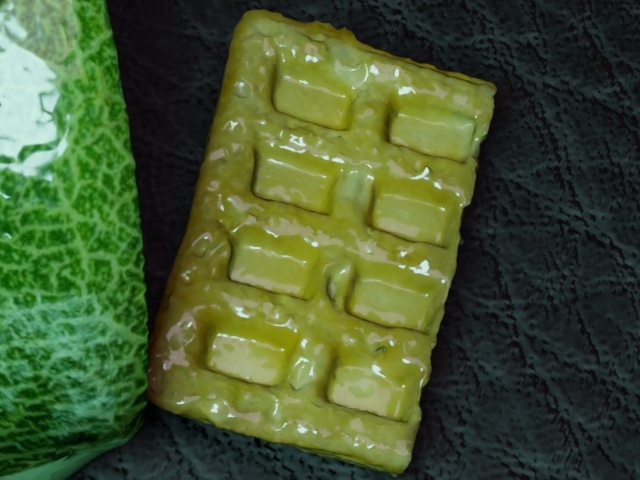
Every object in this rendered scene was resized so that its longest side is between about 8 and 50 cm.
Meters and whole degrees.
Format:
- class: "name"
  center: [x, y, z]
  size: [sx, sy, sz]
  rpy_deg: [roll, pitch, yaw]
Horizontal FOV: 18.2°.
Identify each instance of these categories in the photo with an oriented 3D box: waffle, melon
- class: "waffle"
  center: [0.000, 0.000, 1.199]
  size: [0.168, 0.057, 0.274]
  rpy_deg: [15, 65, -3]
- class: "melon"
  center: [-0.206, -0.037, 1.085]
  size: [0.331, 0.226, 0.344]
  rpy_deg: [-26, 77, 15]
